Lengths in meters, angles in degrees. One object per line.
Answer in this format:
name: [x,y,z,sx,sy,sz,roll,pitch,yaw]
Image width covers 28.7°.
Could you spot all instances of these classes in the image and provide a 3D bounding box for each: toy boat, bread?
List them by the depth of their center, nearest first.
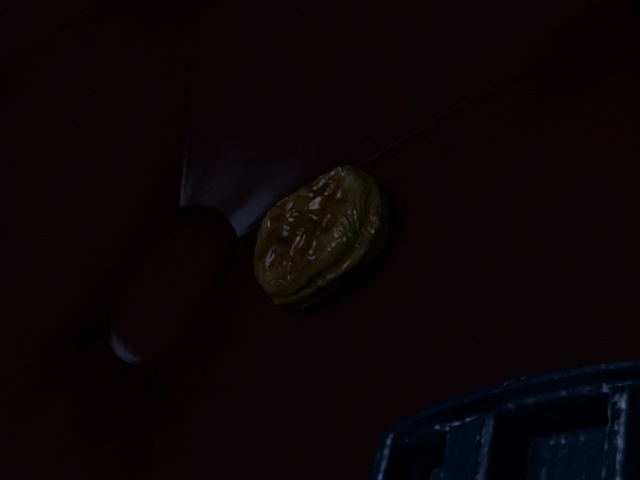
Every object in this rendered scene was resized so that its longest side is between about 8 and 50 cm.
toy boat: [0.147,0.110,0.566,0.299,0.062,0.096,-16,49,43]
bread: [0.000,0.000,0.848,0.111,0.044,0.083,-32,44,31]
